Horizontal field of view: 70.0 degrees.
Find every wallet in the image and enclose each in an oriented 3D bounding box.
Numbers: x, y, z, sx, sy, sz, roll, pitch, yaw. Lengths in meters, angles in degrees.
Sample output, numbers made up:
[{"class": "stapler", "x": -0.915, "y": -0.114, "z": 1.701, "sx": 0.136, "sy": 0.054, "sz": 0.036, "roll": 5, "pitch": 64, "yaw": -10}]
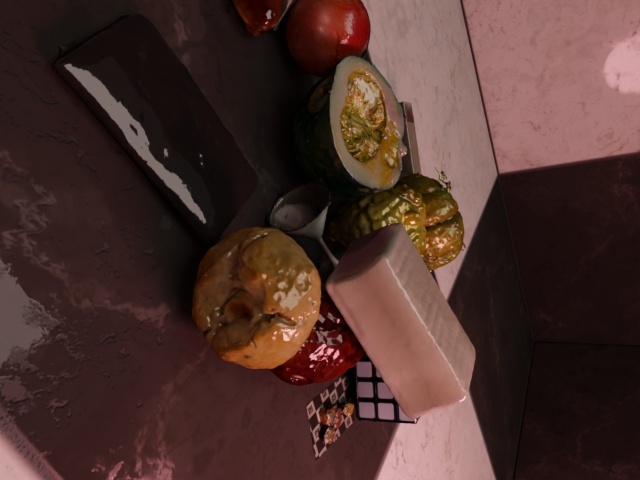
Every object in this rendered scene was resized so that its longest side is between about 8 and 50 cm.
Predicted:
[{"class": "wallet", "x": -0.247, "y": -0.181, "z": 0.770, "sx": 0.377, "sy": 0.051, "sz": 0.197, "roll": 57, "pitch": 45, "yaw": -33}]

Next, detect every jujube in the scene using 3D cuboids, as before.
[{"class": "jujube", "x": -0.011, "y": 0.200, "z": 0.941, "sx": 0.290, "sy": 0.197, "sz": 0.197, "roll": 23, "pitch": 66, "yaw": -53}]

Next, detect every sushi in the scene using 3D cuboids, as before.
[{"class": "sushi", "x": 0.044, "y": 0.426, "z": 1.126, "sx": 0.201, "sy": 0.031, "sz": 0.139, "roll": -19, "pitch": 100, "yaw": -55}]

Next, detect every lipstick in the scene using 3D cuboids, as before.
[{"class": "lipstick", "x": 0.289, "y": -0.273, "z": 1.549, "sx": 0.080, "sy": 0.076, "sz": 0.371, "roll": -16, "pitch": 99, "yaw": -57}]

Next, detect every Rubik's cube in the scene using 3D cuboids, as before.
[{"class": "Rubik's cube", "x": 0.185, "y": 0.377, "z": 1.209, "sx": 0.162, "sy": 0.163, "sz": 0.160, "roll": 6, "pitch": 80, "yaw": -70}]

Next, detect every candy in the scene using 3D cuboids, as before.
[{"class": "candy", "x": 0.173, "y": 0.157, "z": 0.928, "sx": 0.359, "sy": 0.145, "sz": 0.208, "roll": 58, "pitch": 28, "yaw": -8}]

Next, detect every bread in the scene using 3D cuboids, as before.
[{"class": "bread", "x": -0.119, "y": 0.093, "z": 0.767, "sx": 0.134, "sy": 0.244, "sz": 0.244, "roll": 3, "pitch": 83, "yaw": -63}]

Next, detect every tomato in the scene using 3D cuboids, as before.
[{"class": "tomato", "x": 0.026, "y": -0.490, "z": 1.078, "sx": 0.208, "sy": 0.184, "sz": 0.208, "roll": -45, "pitch": 151, "yaw": -34}]

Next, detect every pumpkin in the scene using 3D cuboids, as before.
[{"class": "pumpkin", "x": 0.052, "y": -0.242, "z": 1.072, "sx": 0.263, "sy": 0.197, "sz": 0.293, "roll": 24, "pitch": 69, "yaw": -36}]

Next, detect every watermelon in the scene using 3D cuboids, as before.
[{"class": "watermelon", "x": -0.079, "y": -0.560, "z": 1.048, "sx": 0.081, "sy": 0.094, "sz": 0.180, "roll": 50, "pitch": 31, "yaw": -35}]

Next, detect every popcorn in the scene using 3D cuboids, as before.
[{"class": "popcorn", "x": 0.144, "y": -0.041, "z": 1.166, "sx": 0.237, "sy": 0.251, "sz": 0.206, "roll": -63, "pitch": 150, "yaw": -57}]

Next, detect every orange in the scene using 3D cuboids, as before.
[{"class": "orange", "x": 0.294, "y": -0.054, "z": 1.384, "sx": 0.301, "sy": 0.223, "sz": 0.300, "roll": -167, "pitch": -123, "yaw": -86}]

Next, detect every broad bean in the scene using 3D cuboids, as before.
[{"class": "broad bean", "x": -0.141, "y": -0.515, "z": 0.946, "sx": 0.114, "sy": 0.084, "sz": 0.165, "roll": -41, "pitch": 112, "yaw": -47}]

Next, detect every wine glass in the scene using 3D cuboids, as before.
[{"class": "wine glass", "x": 0.000, "y": 0.000, "z": 1.030, "sx": 0.232, "sy": 0.156, "sz": 0.156, "roll": 57, "pitch": 43, "yaw": -38}]

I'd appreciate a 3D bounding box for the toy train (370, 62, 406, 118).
[{"class": "toy train", "x": 0.138, "y": -0.339, "z": 1.310, "sx": 0.194, "sy": 0.120, "sz": 0.298, "roll": 38, "pitch": 55, "yaw": -38}]
